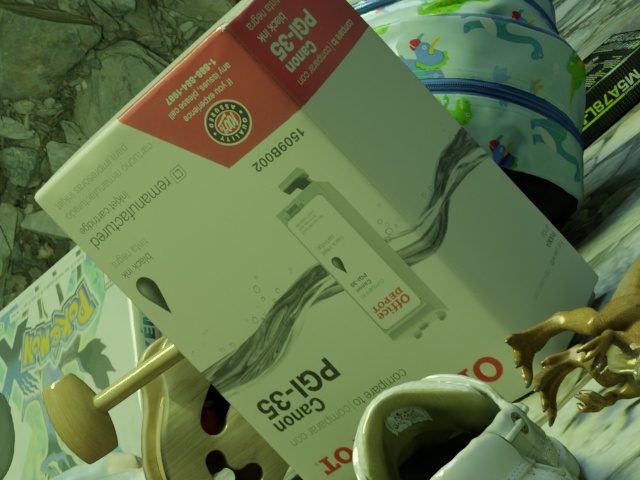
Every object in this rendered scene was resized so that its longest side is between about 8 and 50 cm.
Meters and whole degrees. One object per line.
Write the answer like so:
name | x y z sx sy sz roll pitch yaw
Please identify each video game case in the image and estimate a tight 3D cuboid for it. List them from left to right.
video game case | -0.247 0.171 1.689 0.036 0.300 0.329 12 -33 -36

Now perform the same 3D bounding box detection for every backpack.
backpack | 0.048 -0.067 1.379 0.355 0.290 0.273 -6 68 64

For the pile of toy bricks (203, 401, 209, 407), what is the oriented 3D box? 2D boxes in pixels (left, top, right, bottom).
pile of toy bricks | -0.084 0.143 1.616 0.105 0.118 0.212 -2 -40 -43

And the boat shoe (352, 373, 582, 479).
boat shoe | 0.061 0.103 0.821 0.098 0.096 0.277 -42 5 -7

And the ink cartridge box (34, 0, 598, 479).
ink cartridge box | 0.000 0.000 1.099 0.207 0.283 0.117 -37 10 37

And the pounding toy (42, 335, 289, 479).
pounding toy | -0.044 0.121 1.247 0.269 0.154 0.155 -23 -2 -21

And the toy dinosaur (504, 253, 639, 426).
toy dinosaur | 0.157 0.045 0.910 0.112 0.064 0.211 -21 20 14

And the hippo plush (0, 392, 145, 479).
hippo plush | -0.279 0.218 1.423 0.294 0.236 0.234 -39 12 19

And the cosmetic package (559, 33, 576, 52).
cosmetic package | 0.030 -0.107 1.864 0.453 0.230 0.161 -40 -15 2

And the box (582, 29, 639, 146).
box | 0.243 -0.127 1.685 0.184 0.045 0.190 -43 6 -1
